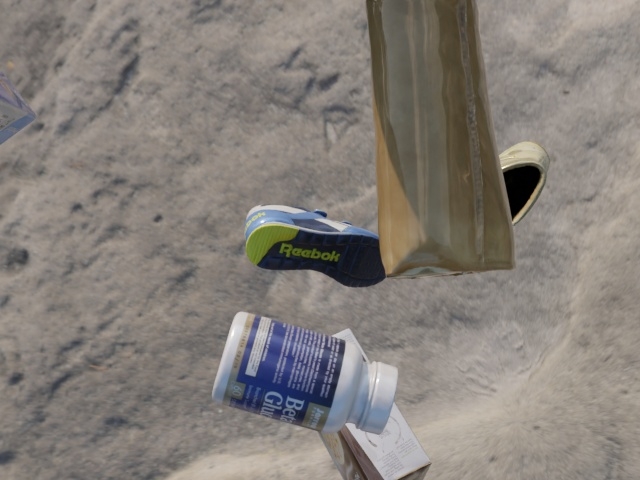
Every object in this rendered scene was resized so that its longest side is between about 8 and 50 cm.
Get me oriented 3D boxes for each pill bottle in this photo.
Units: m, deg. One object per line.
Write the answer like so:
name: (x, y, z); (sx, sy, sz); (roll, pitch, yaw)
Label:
pill bottle: (-0.014, 0.136, 0.836); (0.170, 0.094, 0.094); (16, 82, -2)

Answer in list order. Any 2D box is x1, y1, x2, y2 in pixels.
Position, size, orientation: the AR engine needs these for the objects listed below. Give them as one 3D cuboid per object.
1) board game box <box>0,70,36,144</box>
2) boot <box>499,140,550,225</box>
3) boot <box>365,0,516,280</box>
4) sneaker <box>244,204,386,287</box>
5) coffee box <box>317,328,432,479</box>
board game box: (-0.261, -0.024, 0.343); (0.233, 0.347, 0.078); (-38, 99, -5)
boot: (0.240, -0.046, 1.307); (0.262, 0.203, 0.095); (-37, 93, 19)
boot: (0.048, -0.110, 0.529); (0.089, 0.236, 0.269); (-6, 86, 43)
sneaker: (0.000, 0.000, 0.727); (0.053, 0.144, 0.059); (-64, 28, 19)
coffee box: (0.058, 0.283, 1.313); (0.098, 0.141, 0.246); (-22, 59, -18)
